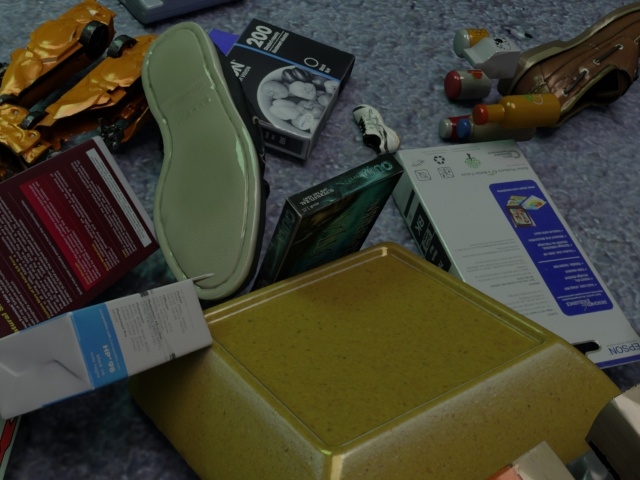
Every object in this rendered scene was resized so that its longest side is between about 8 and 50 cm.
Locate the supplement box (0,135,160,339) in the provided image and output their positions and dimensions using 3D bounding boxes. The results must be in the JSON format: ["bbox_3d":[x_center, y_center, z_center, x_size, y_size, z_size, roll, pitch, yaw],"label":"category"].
[{"bbox_3d":[-0.255,0.008,0.779,0.130,0.073,0.239,60,30,-10],"label":"supplement box"}]

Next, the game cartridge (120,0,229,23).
[{"bbox_3d":[-0.244,-0.430,1.268,0.198,0.062,0.297,-22,57,-34],"label":"game cartridge"}]

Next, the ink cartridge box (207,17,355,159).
[{"bbox_3d":[-0.081,-0.206,1.110,0.208,0.045,0.206,19,45,5],"label":"ink cartridge box"}]

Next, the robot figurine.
[{"bbox_3d":[-0.291,-0.159,0.987,0.211,0.085,0.291,28,53,12],"label":"robot figurine"}]

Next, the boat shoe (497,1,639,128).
[{"bbox_3d":[0.391,-0.237,1.223,0.307,0.111,0.104,-29,64,-21],"label":"boat shoe"}]

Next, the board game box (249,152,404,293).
[{"bbox_3d":[0.000,0.000,0.854,0.126,0.186,0.026,-26,67,-31],"label":"board game box"}]

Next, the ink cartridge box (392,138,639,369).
[{"bbox_3d":[0.208,0.025,0.967,0.165,0.065,0.333,-6,50,-19],"label":"ink cartridge box"}]

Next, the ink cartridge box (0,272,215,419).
[{"bbox_3d":[-0.162,0.081,0.702,0.180,0.104,0.060,-15,84,-60],"label":"ink cartridge box"}]

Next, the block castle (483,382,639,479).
[{"bbox_3d":[0.181,0.258,0.556,0.453,0.303,0.213,-24,62,-22],"label":"block castle"}]

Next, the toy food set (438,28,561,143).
[{"bbox_3d":[0.200,-0.190,1.119,0.104,0.111,0.232,-6,42,-17],"label":"toy food set"}]

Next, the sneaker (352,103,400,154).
[{"bbox_3d":[0.063,-0.141,1.098,0.037,0.032,0.083,-25,58,-31],"label":"sneaker"}]

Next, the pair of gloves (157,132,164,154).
[{"bbox_3d":[-0.150,-0.119,1.043,0.083,0.010,0.074,11,48,-3],"label":"pair of gloves"}]

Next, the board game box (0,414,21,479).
[{"bbox_3d":[-0.342,0.139,0.665,0.213,0.046,0.317,38,37,-34],"label":"board game box"}]

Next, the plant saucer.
[{"bbox_3d":[0.039,0.108,0.751,0.332,0.081,0.333,-21,32,-28],"label":"plant saucer"}]

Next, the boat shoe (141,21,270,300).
[{"bbox_3d":[-0.108,-0.076,0.921,0.127,0.113,0.340,-31,56,15],"label":"boat shoe"}]
